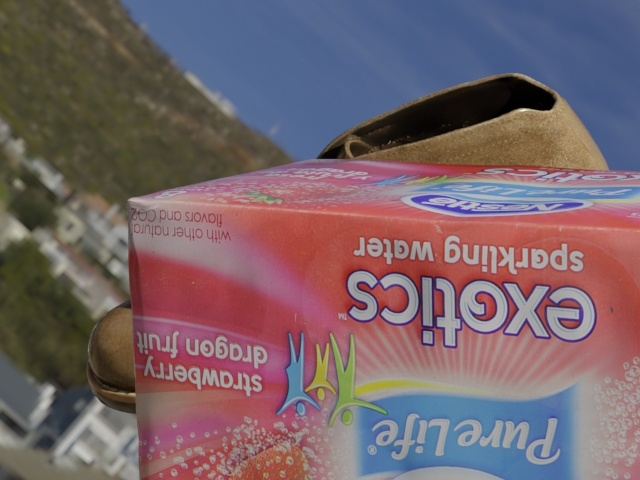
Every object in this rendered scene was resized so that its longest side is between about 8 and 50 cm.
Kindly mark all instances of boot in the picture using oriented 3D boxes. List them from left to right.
[{"bbox_3d":[0.000,0.000,0.878,0.112,0.305,0.115,-88,153,-53],"label":"boot"}]

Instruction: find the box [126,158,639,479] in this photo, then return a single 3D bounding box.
[{"bbox_3d":[0.086,0.055,0.646,0.300,0.154,0.142,5,12,30],"label":"box"}]
